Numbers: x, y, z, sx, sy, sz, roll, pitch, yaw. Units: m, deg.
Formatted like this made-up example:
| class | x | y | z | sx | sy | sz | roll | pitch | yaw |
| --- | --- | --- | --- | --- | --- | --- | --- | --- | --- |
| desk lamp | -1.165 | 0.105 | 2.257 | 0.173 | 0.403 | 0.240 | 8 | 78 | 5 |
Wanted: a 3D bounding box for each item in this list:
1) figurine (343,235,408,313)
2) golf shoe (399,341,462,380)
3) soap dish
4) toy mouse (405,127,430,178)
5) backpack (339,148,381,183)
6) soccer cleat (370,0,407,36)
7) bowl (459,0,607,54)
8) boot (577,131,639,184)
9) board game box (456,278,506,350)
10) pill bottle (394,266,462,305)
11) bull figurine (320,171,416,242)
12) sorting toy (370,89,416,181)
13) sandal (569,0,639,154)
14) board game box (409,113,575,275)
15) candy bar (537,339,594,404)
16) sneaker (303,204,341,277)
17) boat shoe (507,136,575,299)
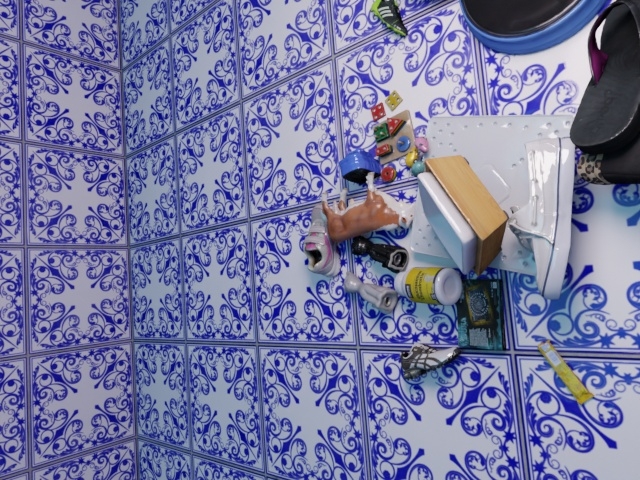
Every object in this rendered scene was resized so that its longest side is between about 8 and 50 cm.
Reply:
| class | x | y | z | sx | sy | sz | roll | pitch | yaw |
| --- | --- | --- | --- | --- | --- | --- | --- | --- | --- |
| figurine | 0.155 | 0.099 | 1.486 | 0.209 | 0.092 | 0.215 | 23 | 104 | 48 |
| golf shoe | 0.304 | 0.329 | 1.348 | 0.198 | 0.077 | 0.094 | -34 | 67 | 34 |
| soap dish | 0.342 | -0.056 | 1.137 | 0.118 | 0.291 | 0.229 | -30 | 65 | 4 |
| toy mouse | 0.278 | -0.239 | 1.348 | 0.143 | 0.031 | 0.161 | -113 | 32 | -69 |
| backpack | 0.115 | -0.235 | 1.496 | 0.098 | 0.120 | 0.101 | -29 | 71 | 37 |
| soccer cleat | 0.220 | -0.699 | 1.459 | 0.072 | 0.060 | 0.179 | -49 | 57 | 27 |
| bowl | 0.530 | -0.674 | 1.177 | 0.391 | 0.077 | 0.391 | -1 | 89 | 41 |
| boot | 0.731 | -0.209 | 0.916 | 0.138 | 0.377 | 0.284 | 58 | 170 | -16 |
| board game box | 0.429 | 0.197 | 1.274 | 0.126 | 0.026 | 0.186 | -4 | 86 | 42 |
| pill bottle | 0.297 | 0.126 | 1.329 | 0.184 | 0.103 | 0.103 | -4 | 86 | 56 |
| bull figurine | 0.140 | -0.095 | 1.458 | 0.310 | 0.101 | 0.188 | -19 | 84 | 30 |
| sorting toy | 0.219 | -0.328 | 1.458 | 0.132 | 0.046 | 0.274 | -18 | 77 | 39 |
| sandal | 0.617 | -0.387 | 0.961 | 0.167 | 0.107 | 0.445 | -6 | 56 | 59 |
| board game box | 0.443 | -0.131 | 1.256 | 0.390 | 0.050 | 0.390 | 12 | 97 | 41 |
| candy bar | 0.587 | 0.314 | 1.140 | 0.040 | 0.018 | 0.161 | -45 | 61 | 27 |
| sneaker | 0.000 | 0.000 | 1.595 | 0.103 | 0.111 | 0.252 | -13 | 80 | 40 |
| boat shoe | 0.484 | -0.054 | 1.078 | 0.156 | 0.136 | 0.367 | 4 | 90 | 25 |
